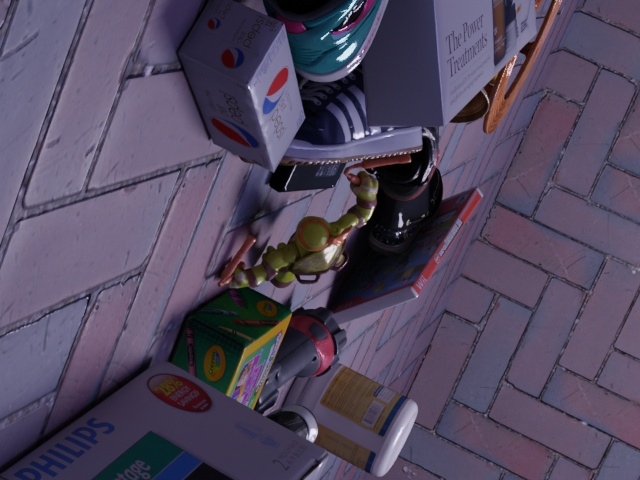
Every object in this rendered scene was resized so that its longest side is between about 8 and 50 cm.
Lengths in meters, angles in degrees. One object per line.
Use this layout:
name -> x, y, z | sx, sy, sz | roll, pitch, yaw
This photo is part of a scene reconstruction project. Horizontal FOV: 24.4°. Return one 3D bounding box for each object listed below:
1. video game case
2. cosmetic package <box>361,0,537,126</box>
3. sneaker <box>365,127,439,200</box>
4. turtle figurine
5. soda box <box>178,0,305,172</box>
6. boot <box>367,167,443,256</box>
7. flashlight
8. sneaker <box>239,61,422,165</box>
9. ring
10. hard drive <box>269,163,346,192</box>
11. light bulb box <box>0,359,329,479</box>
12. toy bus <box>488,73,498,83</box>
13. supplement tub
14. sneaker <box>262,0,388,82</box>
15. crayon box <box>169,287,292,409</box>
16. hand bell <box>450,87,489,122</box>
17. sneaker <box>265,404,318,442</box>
video game case -> 0.141, 0.027, 2.477 | 0.204, 0.025, 0.285 | -22, -158, 43
cosmetic package -> 0.143, -0.316, 1.629 | 0.377, 0.098, 0.284 | -46, 132, -57
sneaker -> 0.100, -0.112, 1.869 | 0.276, 0.098, 0.135 | 92, 11, -62
turtle figurine -> 0.000, 0.000, 1.772 | 0.269, 0.087, 0.217 | -36, 175, -7
soda box -> -0.069, -0.141, 1.369 | 0.069, 0.074, 0.216 | -61, 168, -14
boot -> 0.158, -0.102, 2.424 | 0.236, 0.085, 0.178 | -53, 161, -47
flashlight -> -0.064, 0.177, 2.041 | 0.304, 0.103, 0.103 | -33, 122, -62
sneaker -> 0.012, -0.164, 1.629 | 0.282, 0.099, 0.153 | -11, 103, -50
ring -> 0.311, -0.318, 2.226 | 0.336, 0.032, 0.336 | -60, 168, -22
hard drive -> -0.003, -0.104, 1.784 | 0.135, 0.022, 0.094 | -9, 129, -62
light bulb box -> -0.201, 0.370, 1.513 | 0.361, 0.225, 0.358 | -67, 168, 20
toy bus -> 0.270, -0.393, 2.223 | 0.130, 0.108, 0.332 | -52, 164, -44
supplement tub -> 0.049, 0.295, 2.498 | 0.144, 0.200, 0.144 | -59, 168, -21
sneaker -> 0.019, -0.301, 1.325 | 0.178, 0.124, 0.295 | 30, 76, -77
crayon box -> -0.140, 0.205, 1.777 | 0.278, 0.081, 0.165 | -68, 168, 18
hand bell -> 0.185, -0.287, 1.918 | 0.126, 0.126, 0.242 | 89, 17, -65
sneaker -> -0.116, 0.293, 1.927 | 0.234, 0.078, 0.106 | -33, 174, 15
